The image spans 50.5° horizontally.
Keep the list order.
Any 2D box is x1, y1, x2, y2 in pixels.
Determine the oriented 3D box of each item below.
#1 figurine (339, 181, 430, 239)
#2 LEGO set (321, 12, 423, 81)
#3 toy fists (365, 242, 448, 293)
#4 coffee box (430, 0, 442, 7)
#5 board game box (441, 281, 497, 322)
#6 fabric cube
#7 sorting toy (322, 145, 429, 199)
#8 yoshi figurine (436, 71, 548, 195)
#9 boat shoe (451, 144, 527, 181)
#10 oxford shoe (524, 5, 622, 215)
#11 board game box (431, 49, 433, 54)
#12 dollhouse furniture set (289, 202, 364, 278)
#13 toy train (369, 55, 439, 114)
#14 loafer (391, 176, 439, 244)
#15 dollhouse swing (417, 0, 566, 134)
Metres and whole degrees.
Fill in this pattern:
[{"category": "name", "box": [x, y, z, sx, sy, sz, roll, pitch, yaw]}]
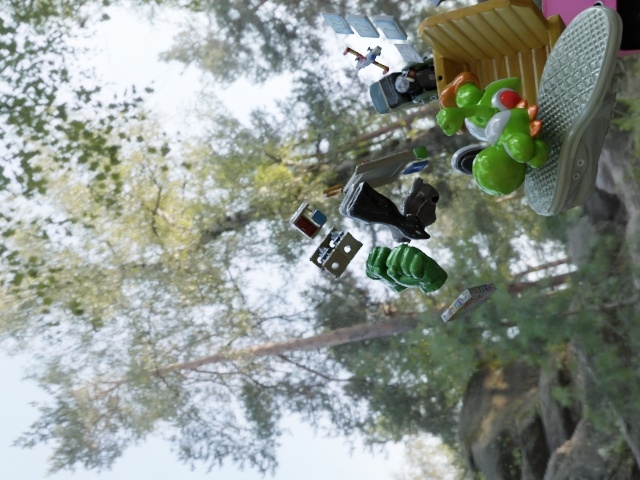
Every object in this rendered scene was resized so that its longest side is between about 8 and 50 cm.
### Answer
[{"category": "figurine", "box": [0.164, -0.060, 1.729, 0.209, 0.215, 0.092, 28, -90, -8]}, {"category": "LEGO set", "box": [0.123, -0.412, 1.495, 0.244, 0.182, 0.060, 32, -105, -58]}, {"category": "toy fists", "box": [0.221, 0.079, 1.884, 0.142, 0.279, 0.096, 44, -110, -17]}, {"category": "coffee box", "box": [0.323, -0.733, 1.767, 0.098, 0.246, 0.141, -40, -91, -6]}, {"category": "board game box", "box": [0.431, 0.180, 1.970, 0.103, 0.154, 0.026, -11, -120, -30]}, {"category": "fabric cube", "box": [0.819, -0.655, 1.945, 0.259, 0.258, 0.254, -11, -79, -29]}, {"category": "sorting toy", "box": [0.160, -0.205, 1.989, 0.347, 0.196, 0.047, -18, -104, -14]}, {"category": "yoshi figurine", "box": [0.369, -0.223, 1.496, 0.362, 0.203, 0.203, -105, 1, -57]}, {"category": "boat shoe", "box": [0.603, -0.250, 2.326, 0.306, 0.113, 0.105, 10, -158, -18]}, {"category": "oxford shoe", "box": [0.535, -0.256, 1.398, 0.130, 0.449, 0.169, -8, -145, -15]}, {"category": "board game box", "box": [0.494, -0.562, 2.255, 0.259, 0.030, 0.136, 38, -158, 12]}, {"category": "dollhouse furniture set", "box": [0.000, 0.000, 1.983, 0.183, 0.129, 0.129, 39, -97, -21]}, {"category": "toy train", "box": [0.298, -0.476, 2.094, 0.334, 0.190, 0.142, -23, -87, -51]}, {"category": "loafer", "box": [0.350, -0.104, 2.383, 0.130, 0.134, 0.366, 23, -139, 6]}, {"category": "dollhouse swing", "box": [0.452, -0.437, 1.781, 0.305, 0.346, 0.315, -18, -79, -57]}]
